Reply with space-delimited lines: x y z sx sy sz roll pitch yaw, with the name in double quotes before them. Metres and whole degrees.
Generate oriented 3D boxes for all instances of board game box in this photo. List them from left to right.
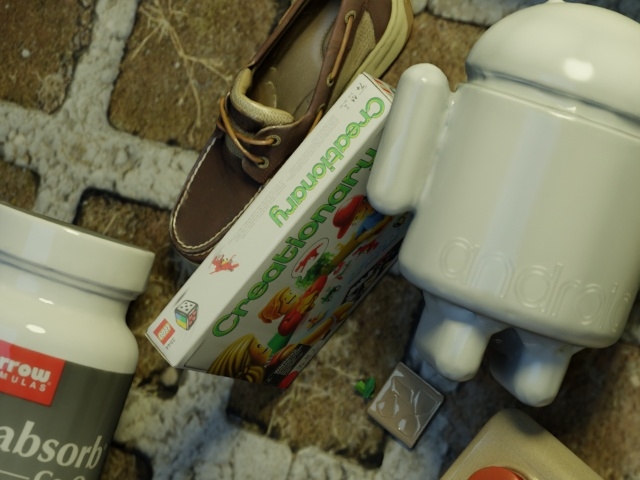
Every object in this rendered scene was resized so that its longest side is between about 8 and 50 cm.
"board game box" 0.000 0.000 1.497 0.305 0.193 0.053 -50 60 13

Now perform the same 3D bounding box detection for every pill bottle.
"pill bottle" -0.302 0.157 1.631 0.210 0.210 0.363 18 90 32

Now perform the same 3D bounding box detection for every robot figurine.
"robot figurine" 0.191 -0.045 1.385 0.200 0.300 0.353 -145 73 -76

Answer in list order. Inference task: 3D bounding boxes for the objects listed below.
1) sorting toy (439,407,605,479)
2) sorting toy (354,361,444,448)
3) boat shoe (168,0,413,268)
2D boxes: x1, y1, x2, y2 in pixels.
"sorting toy" 0.181 0.302 1.327 0.229 0.041 0.307 -48 55 -1
"sorting toy" 0.070 0.145 1.533 0.083 0.012 0.062 38 105 27
"boat shoe" -0.052 -0.123 1.592 0.342 0.123 0.123 -50 61 12
